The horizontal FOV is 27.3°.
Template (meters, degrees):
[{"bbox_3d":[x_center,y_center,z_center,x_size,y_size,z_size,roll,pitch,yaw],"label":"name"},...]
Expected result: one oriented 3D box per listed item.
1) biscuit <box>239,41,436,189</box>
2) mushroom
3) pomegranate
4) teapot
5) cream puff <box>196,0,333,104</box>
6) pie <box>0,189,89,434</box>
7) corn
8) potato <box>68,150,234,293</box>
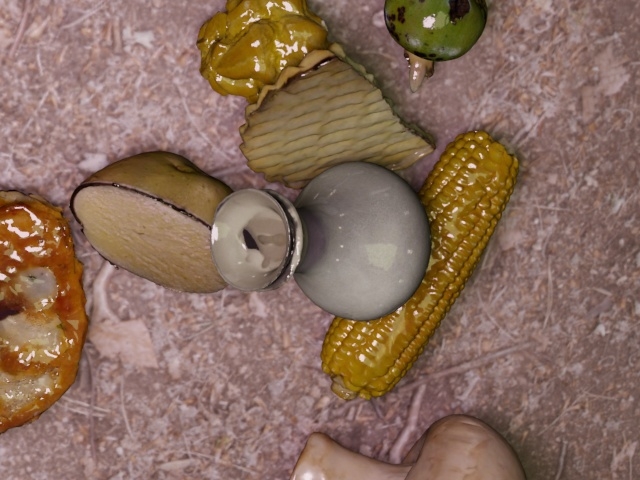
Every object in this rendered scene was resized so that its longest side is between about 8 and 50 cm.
[{"bbox_3d":[0.002,-0.123,1.484,0.187,0.036,0.273,-26,151,15],"label":"biscuit"},{"bbox_3d":[0.100,0.331,1.602,0.290,0.297,0.297,31,97,3],"label":"mushroom"},{"bbox_3d":[0.126,-0.245,1.510,0.122,0.122,0.161,3,132,-16],"label":"pomegranate"},{"bbox_3d":[0.000,0.000,1.437,0.251,0.183,0.183,2,110,-55],"label":"teapot"},{"bbox_3d":[-0.063,-0.205,1.460,0.156,0.121,0.156,-6,114,-13],"label":"cream puff"},{"bbox_3d":[-0.390,0.088,1.480,0.308,0.085,0.308,-3,110,-10],"label":"pie"},{"bbox_3d":[0.118,0.034,1.585,0.120,0.120,0.363,28,97,-21],"label":"corn"},{"bbox_3d":[-0.170,-0.040,1.483,0.202,0.182,0.117,26,60,-9],"label":"potato"}]
